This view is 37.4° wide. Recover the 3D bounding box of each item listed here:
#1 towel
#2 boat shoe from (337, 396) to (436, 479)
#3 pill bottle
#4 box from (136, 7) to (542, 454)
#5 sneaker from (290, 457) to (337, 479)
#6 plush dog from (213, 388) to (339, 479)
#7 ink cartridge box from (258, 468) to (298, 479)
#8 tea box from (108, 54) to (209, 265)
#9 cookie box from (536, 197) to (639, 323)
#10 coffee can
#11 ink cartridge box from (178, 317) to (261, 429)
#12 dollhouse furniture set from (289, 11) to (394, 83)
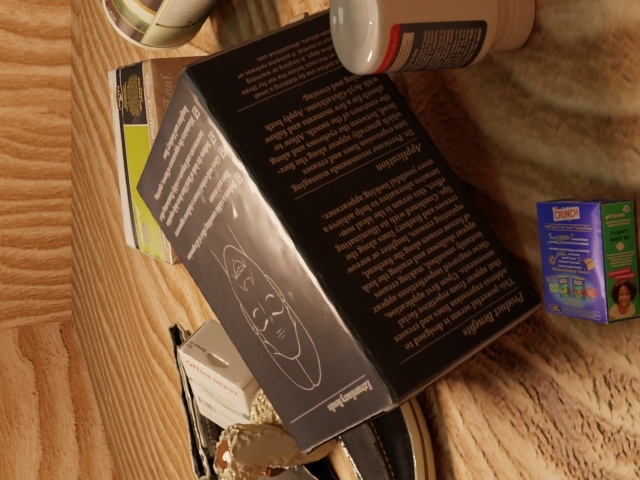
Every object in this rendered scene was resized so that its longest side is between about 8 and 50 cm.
[{"bbox_3d":[-0.216,0.337,1.881,0.324,0.056,0.312,68,-172,-72],"label":"towel"},{"bbox_3d":[0.008,0.169,1.269,0.500,0.156,0.187,68,157,8],"label":"boat shoe"},{"bbox_3d":[0.110,-0.218,0.915,0.108,0.180,0.107,172,90,-67],"label":"pill bottle"},{"bbox_3d":[0.000,0.000,1.065,0.395,0.212,0.293,58,152,8],"label":"box"},{"bbox_3d":[-0.018,0.372,1.570,0.170,0.051,0.089,56,146,36],"label":"sneaker"},{"bbox_3d":[-0.037,0.265,1.468,0.225,0.211,0.262,152,138,-80],"label":"plush dog"},{"bbox_3d":[-0.098,0.532,1.698,0.307,0.129,0.223,115,140,-51],"label":"ink cartridge box"},{"bbox_3d":[-0.216,-0.147,1.637,0.323,0.220,0.328,-163,67,-65],"label":"tea box"},{"bbox_3d":[0.243,0.015,0.861,0.092,0.040,0.107,-173,76,-66],"label":"cookie box"},{"bbox_3d":[-0.261,-0.473,1.659,0.275,0.202,0.201,155,105,-66],"label":"coffee can"},{"bbox_3d":[-0.147,0.251,1.633,0.153,0.087,0.208,28,148,26],"label":"ink cartridge box"},{"bbox_3d":[0.001,-0.240,1.236,0.182,0.101,0.160,-7,77,53],"label":"dollhouse furniture set"}]
